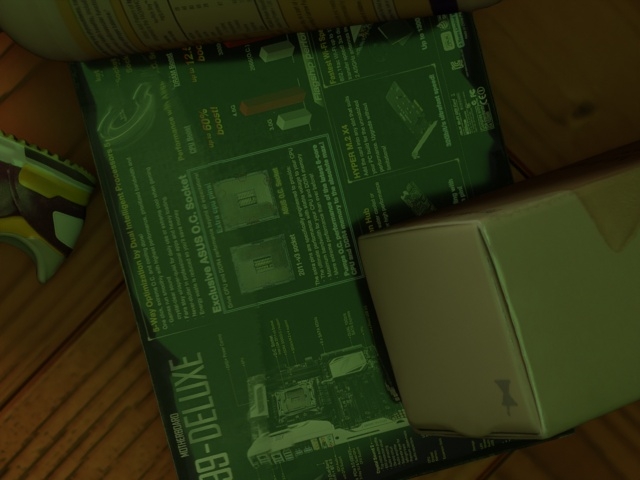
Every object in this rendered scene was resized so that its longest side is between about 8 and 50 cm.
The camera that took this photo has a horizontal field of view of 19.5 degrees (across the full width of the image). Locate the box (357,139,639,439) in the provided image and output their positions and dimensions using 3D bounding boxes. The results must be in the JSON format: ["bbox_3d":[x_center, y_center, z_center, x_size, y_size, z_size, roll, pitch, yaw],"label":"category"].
[{"bbox_3d":[0.195,0.007,1.063,0.311,0.148,0.121,-19,95,-28],"label":"box"}]

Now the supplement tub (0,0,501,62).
[{"bbox_3d":[-0.067,-0.224,1.002,0.331,0.241,0.241,-7,94,6],"label":"supplement tub"}]

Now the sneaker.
[{"bbox_3d":[-0.231,-0.037,1.118,0.185,0.069,0.084,21,87,-4],"label":"sneaker"}]

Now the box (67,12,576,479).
[{"bbox_3d":[0.000,0.000,1.135,0.242,0.076,0.307,-15,94,-3],"label":"box"}]
